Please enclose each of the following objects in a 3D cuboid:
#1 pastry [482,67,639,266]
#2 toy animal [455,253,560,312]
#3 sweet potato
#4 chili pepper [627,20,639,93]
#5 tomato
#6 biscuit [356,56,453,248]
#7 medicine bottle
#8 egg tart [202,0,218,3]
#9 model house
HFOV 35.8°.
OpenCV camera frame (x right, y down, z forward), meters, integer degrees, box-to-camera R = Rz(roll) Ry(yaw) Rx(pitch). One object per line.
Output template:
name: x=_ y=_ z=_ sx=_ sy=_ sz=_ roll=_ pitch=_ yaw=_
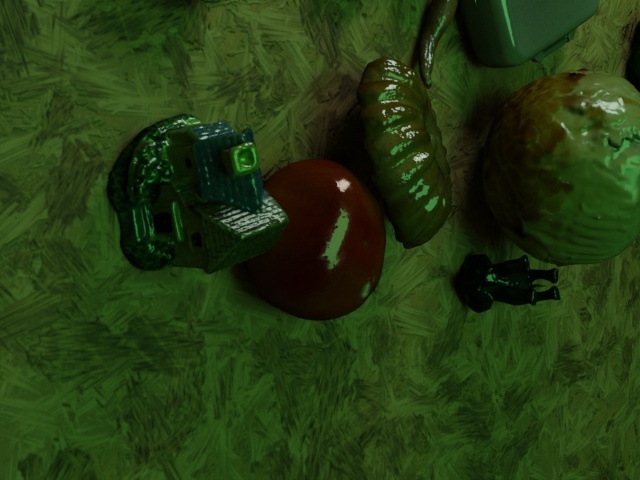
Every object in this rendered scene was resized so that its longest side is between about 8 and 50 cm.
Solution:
pastry: x=0.471 y=-0.145 z=1.897 sx=0.388 sy=0.313 sz=0.388 roll=16 pitch=90 yaw=-87
toy animal: x=0.365 y=0.091 z=1.958 sx=0.245 sy=0.146 sz=0.114 roll=25 pitch=69 yaw=-44
sweet potato: x=0.209 y=-0.376 z=1.829 sx=0.050 sy=0.050 sz=0.214 roll=35 pitch=67 yaw=-41
chili pepper: x=0.883 y=-0.431 z=2.366 sx=0.248 sy=0.257 sz=0.233 roll=-25 pitch=123 yaw=-42
tomato: x=0.003 y=0.002 z=1.566 sx=0.260 sy=0.180 sz=0.259 roll=-9 pitch=102 yaw=-46
biscuit: x=0.149 y=-0.151 z=1.661 sx=0.326 sy=0.107 sz=0.325 roll=-11 pitch=90 yaw=-75
medicine bottle: x=0.417 y=-0.509 z=1.978 sx=0.375 sy=0.123 sz=0.282 roll=-36 pitch=116 yaw=-38
egg tart: x=-0.182 y=-0.429 z=1.420 sx=0.191 sy=0.074 sz=0.191 roll=-4 pitch=96 yaw=-44
model house: x=-0.162 y=-0.067 z=1.391 sx=0.195 sy=0.189 sz=0.214 roll=-18 pitch=107 yaw=-45
